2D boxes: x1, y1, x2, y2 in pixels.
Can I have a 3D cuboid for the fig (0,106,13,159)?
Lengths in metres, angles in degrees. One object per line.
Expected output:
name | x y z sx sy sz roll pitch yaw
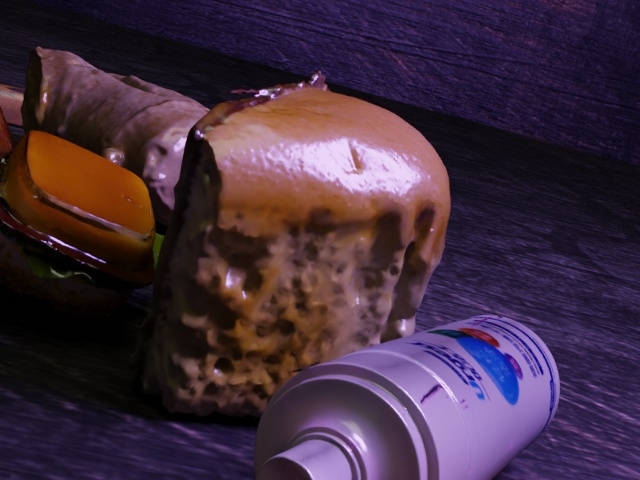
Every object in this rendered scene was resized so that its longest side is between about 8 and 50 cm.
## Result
fig | -0.299 -0.039 0.678 0.146 0.134 0.201 -12 37 8

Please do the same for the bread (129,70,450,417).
bread | 0.000 0.000 0.642 0.162 0.204 0.262 17 18 15

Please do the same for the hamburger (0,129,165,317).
hamburger | -0.171 -0.003 0.680 0.137 0.087 0.166 27 14 -19

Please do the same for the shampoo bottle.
shampoo bottle | 0.049 0.093 0.502 0.092 0.092 0.303 23 9 23

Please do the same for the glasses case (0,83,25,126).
glasses case | -0.314 -0.152 1.173 0.170 0.041 0.064 11 15 -15

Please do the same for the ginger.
ginger | -0.191 -0.102 0.957 0.354 0.126 0.190 27 24 31
